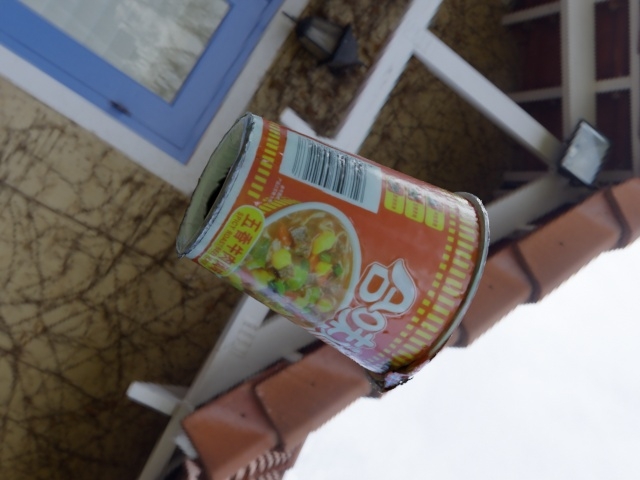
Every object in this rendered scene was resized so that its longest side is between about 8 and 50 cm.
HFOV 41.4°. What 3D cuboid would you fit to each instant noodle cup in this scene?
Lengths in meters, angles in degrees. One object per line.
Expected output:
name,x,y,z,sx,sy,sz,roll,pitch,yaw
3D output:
instant noodle cup,0.000,0.000,0.713,0.193,0.212,0.193,-52,-158,31
